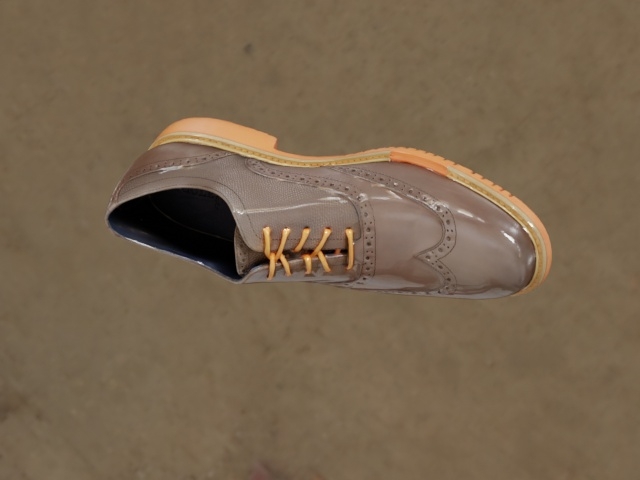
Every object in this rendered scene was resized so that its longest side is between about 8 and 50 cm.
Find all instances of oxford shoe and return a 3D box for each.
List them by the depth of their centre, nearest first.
[{"bbox_3d":[0.000,0.000,1.234,0.364,0.133,0.130,10,123,23],"label":"oxford shoe"}]
